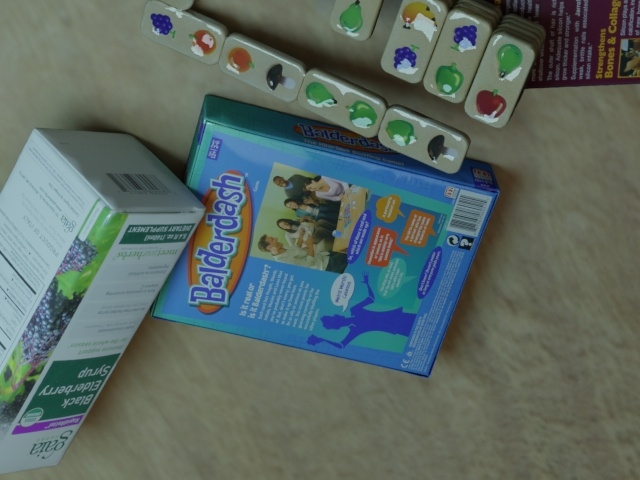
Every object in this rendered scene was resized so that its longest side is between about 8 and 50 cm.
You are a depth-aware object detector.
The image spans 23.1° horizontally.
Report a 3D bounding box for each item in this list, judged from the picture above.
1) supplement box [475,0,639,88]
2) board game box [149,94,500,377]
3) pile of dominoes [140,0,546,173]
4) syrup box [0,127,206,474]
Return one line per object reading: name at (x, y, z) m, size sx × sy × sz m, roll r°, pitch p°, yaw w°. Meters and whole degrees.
supplement box at (0.179, -0.161, 1.008) m, size 0.188 × 0.081 × 0.104 m, roll -2°, pitch 117°, yaw -3°
board game box at (0.000, 0.000, 1.100) m, size 0.210 × 0.047 × 0.160 m, roll 14°, pitch 116°, yaw -11°
pile of dominoes at (0.016, -0.157, 0.963) m, size 0.251 × 0.040 × 0.196 m, roll 24°, pitch 122°, yaw 7°
syrup box at (-0.186, 0.045, 1.065) m, size 0.093 × 0.096 × 0.237 m, roll 0°, pitch 128°, yaw -53°
